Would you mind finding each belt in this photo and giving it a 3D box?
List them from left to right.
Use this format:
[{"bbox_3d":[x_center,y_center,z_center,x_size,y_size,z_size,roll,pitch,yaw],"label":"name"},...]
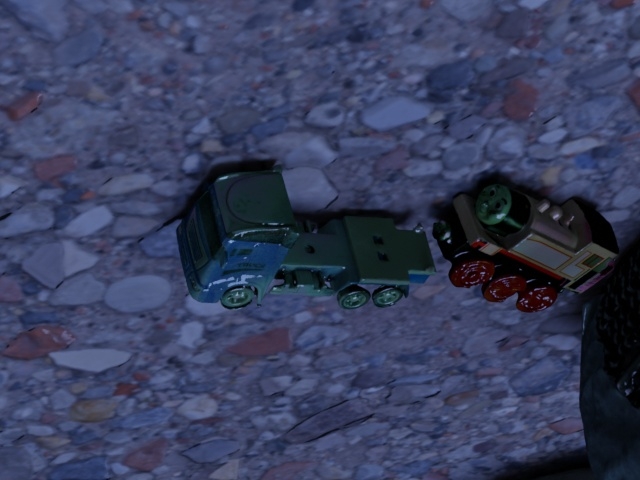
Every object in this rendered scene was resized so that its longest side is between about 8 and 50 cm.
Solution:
[{"bbox_3d":[0.297,0.093,1.270,0.150,0.207,0.257,6,135,-26],"label":"belt"}]

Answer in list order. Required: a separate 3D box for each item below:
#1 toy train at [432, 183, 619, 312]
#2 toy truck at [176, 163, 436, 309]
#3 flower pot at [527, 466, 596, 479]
[{"bbox_3d":[0.141,0.002,1.212,0.138,0.050,0.087,22,129,-42],"label":"toy train"},{"bbox_3d":[0.000,0.000,1.133,0.175,0.067,0.081,3,143,-26],"label":"toy truck"},{"bbox_3d":[0.238,0.334,1.620,0.246,0.195,0.246,-8,150,-5],"label":"flower pot"}]
